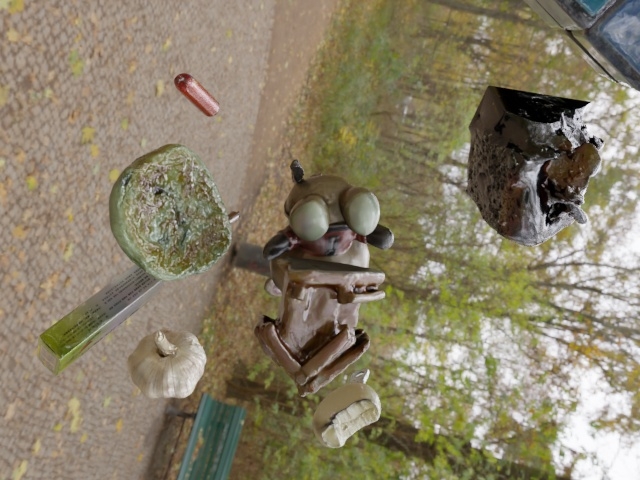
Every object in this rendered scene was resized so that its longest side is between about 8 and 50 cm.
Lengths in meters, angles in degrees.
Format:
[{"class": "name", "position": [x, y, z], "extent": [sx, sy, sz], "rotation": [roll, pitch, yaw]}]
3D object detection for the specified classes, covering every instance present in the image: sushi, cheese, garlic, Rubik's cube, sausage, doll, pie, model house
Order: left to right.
[{"class": "garlic", "position": [-0.391, 0.275, 1.424], "extent": [0.226, 0.199, 0.199], "rotation": [93, 11, -49]}, {"class": "pie", "position": [-0.246, -0.048, 0.977], "extent": [0.240, 0.054, 0.241], "rotation": [1, 89, -49]}, {"class": "sausage", "position": [-0.201, -0.237, 0.923], "extent": [0.129, 0.034, 0.034], "rotation": [37, 66, -76]}, {"class": "doll", "position": [0.000, 0.000, 1.073], "extent": [0.330, 0.234, 0.174], "rotation": [97, -23, -49]}, {"class": "model house", "position": [0.000, 0.145, 0.938], "extent": [0.199, 0.219, 0.229], "rotation": [-145, -117, -74]}, {"class": "cheese", "position": [0.055, 0.380, 1.342], "extent": [0.071, 0.163, 0.249], "rotation": [63, 1, -11]}, {"class": "sushi", "position": [0.372, -0.112, 1.011], "extent": [0.212, 0.215, 0.227], "rotation": [-100, -160, -46]}, {"class": "Rubik's cube", "position": [0.556, -0.487, 1.010], "extent": [0.318, 0.313, 0.316], "rotation": [-45, -175, 24]}]

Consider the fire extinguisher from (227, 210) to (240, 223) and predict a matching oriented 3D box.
[{"class": "fire extinguisher", "position": [-0.195, -0.044, 1.219], "extent": [0.028, 0.022, 0.083], "rotation": [-45, -179, 29]}]

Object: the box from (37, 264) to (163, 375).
[{"class": "box", "position": [-0.426, 0.145, 1.131], "extent": [0.260, 0.062, 0.175], "rotation": [-44, -178, -34]}]
